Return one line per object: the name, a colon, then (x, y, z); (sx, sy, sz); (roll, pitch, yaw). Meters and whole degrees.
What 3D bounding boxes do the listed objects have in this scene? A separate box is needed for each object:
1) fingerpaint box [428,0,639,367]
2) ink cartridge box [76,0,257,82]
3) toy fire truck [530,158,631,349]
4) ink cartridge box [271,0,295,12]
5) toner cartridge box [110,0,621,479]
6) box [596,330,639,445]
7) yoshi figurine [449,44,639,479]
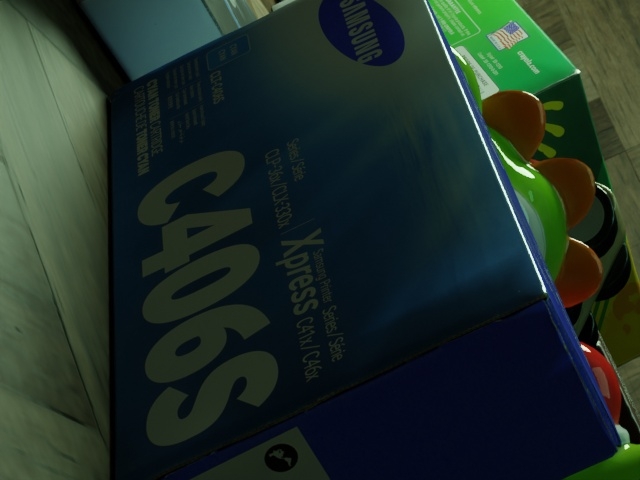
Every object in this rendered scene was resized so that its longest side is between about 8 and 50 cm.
fingerpaint box: (0.158, -0.107, 2.042); (0.445, 0.163, 0.371); (59, -7, 52)
ink cartridge box: (-0.054, -0.084, 1.138); (0.332, 0.065, 0.165); (60, 8, -45)
toy fire truck: (0.079, 0.022, 1.444); (0.246, 0.217, 0.158); (23, -11, 22)
ink cartridge box: (0.016, -0.147, 1.981); (0.097, 0.046, 0.207); (22, 44, -82)
toner cartridge box: (0.000, 0.000, 0.810); (0.348, 0.165, 0.075); (-103, 167, -62)
box: (0.187, 0.170, 1.648); (0.167, 0.168, 0.203); (64, 6, -7)
yoshi figurine: (0.040, 0.081, 1.013); (0.203, 0.203, 0.362); (-23, -105, 56)
